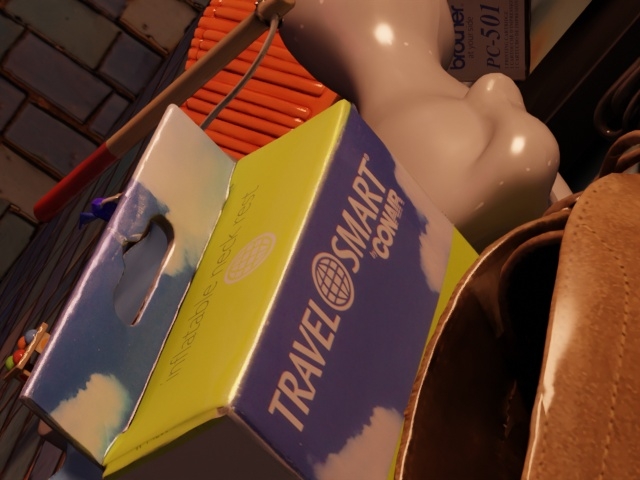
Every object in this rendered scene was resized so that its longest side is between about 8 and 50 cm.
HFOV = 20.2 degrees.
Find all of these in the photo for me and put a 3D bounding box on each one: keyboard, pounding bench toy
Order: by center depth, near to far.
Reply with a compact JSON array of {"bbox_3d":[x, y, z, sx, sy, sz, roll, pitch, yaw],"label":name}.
[{"bbox_3d":[0.161,-0.117,0.693,0.317,0.033,0.201,-51,7,26],"label":"keyboard"},{"bbox_3d":[-0.261,0.120,1.675,0.052,0.065,0.083,-62,13,-28],"label":"pounding bench toy"}]

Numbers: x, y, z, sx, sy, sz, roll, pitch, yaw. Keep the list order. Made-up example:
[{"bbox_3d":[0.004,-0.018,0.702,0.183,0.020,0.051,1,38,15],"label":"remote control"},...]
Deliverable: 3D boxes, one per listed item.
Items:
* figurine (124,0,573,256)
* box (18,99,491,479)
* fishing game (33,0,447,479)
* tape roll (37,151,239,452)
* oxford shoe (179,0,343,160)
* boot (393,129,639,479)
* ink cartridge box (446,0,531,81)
[{"bbox_3d":[0.000,0.000,0.653,0.215,0.092,0.209,-55,36,24],"label":"figurine"},{"bbox_3d":[0.023,0.053,0.404,0.042,0.178,0.109,-29,25,32],"label":"box"},{"bbox_3d":[-0.021,0.060,0.535,0.189,0.041,0.264,-39,50,34],"label":"fishing game"},{"bbox_3d":[-0.094,0.052,1.164,0.219,0.072,0.219,-52,11,15],"label":"tape roll"},{"bbox_3d":[0.004,-0.175,1.373,0.364,0.130,0.133,-65,-20,-9],"label":"oxford shoe"},{"bbox_3d":[0.100,0.002,0.406,0.112,0.115,0.305,-48,13,42],"label":"boot"},{"bbox_3d":[0.081,-0.192,0.894,0.097,0.046,0.207,-76,-16,-60],"label":"ink cartridge box"}]
